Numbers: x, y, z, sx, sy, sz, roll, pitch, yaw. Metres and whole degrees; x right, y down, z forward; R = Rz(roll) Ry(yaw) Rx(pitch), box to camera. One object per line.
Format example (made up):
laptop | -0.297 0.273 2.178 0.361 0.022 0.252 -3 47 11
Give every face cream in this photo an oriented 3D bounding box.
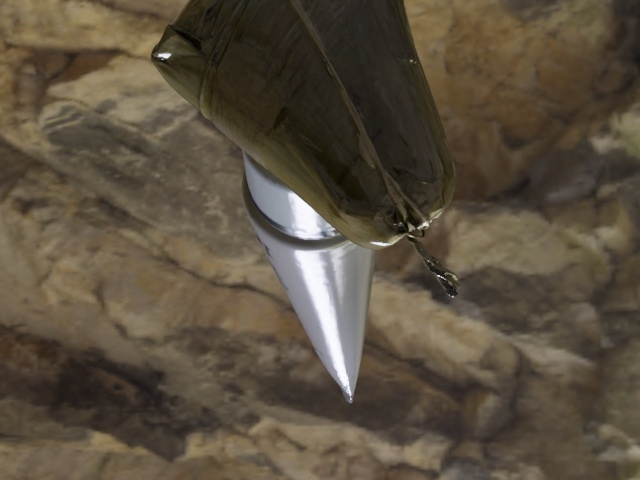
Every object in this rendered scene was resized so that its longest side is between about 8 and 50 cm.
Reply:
face cream | 0.000 0.000 0.853 0.314 0.089 0.143 83 166 -65

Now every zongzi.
zongzi | 0.040 -0.094 0.587 0.178 0.189 0.081 -49 -10 0
